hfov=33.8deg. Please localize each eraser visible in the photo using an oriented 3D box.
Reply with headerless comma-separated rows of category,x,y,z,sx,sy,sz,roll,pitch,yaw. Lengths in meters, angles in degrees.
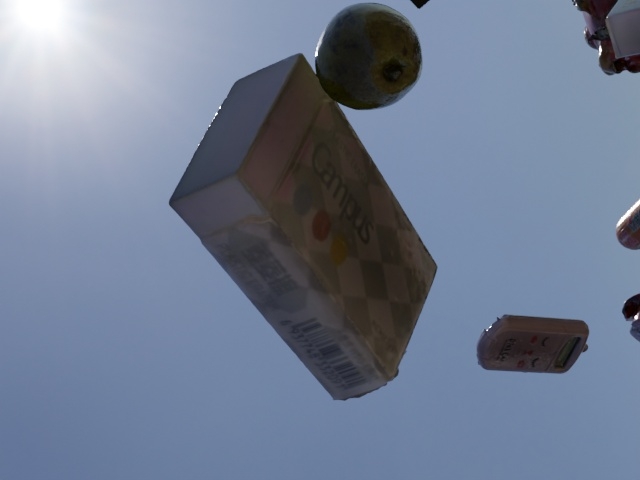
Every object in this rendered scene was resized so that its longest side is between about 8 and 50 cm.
eraser,0.000,0.000,1.198,0.397,0.082,0.213,53,-129,-43

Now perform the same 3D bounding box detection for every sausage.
sausage,0.567,-0.044,1.803,0.234,0.071,0.071,109,168,-63

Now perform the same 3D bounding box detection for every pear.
pear,0.047,-0.180,1.041,0.107,0.107,0.131,61,177,-26

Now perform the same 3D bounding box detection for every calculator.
calculator,0.309,0.151,1.523,0.032,0.175,0.100,-104,24,-48

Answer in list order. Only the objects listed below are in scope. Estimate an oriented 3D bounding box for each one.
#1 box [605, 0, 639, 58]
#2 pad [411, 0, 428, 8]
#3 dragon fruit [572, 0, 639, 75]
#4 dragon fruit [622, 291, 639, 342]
box,0.523,-0.354,1.388,0.343,0.200,0.065,-49,-58,-45
pad,0.120,-0.439,1.546,0.116,0.004,0.193,-41,-96,-16
dragon fruit,0.585,-0.431,1.919,0.291,0.269,0.250,103,157,-46
dragon fruit,0.809,0.133,2.063,0.371,0.386,0.249,23,-104,-19
